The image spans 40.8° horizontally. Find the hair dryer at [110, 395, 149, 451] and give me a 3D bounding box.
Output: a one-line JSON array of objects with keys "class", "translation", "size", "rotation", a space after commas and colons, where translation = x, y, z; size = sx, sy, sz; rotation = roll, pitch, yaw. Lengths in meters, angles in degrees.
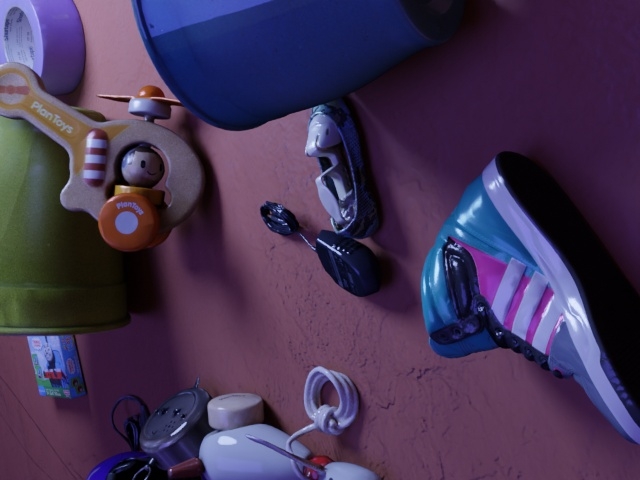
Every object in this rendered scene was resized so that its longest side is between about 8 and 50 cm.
[{"class": "hair dryer", "translation": [-0.306, 0.431, 1.516], "size": [0.293, 0.080, 0.223], "rotation": [29, 118, 38]}]

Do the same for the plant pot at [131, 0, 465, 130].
[{"class": "plant pot", "translation": [-0.003, -0.262, 0.861], "size": [0.255, 0.272, 0.271], "rotation": [-5, 97, 34]}]

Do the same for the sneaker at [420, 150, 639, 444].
[{"class": "sneaker", "translation": [0.192, 0.083, 0.814], "size": [0.178, 0.124, 0.295], "rotation": [-47, 57, 39]}]

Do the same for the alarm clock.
[{"class": "alarm clock", "translation": [-0.226, 0.298, 1.315], "size": [0.129, 0.192, 0.064], "rotation": [-7, 128, 49]}]

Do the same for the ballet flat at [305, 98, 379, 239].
[{"class": "ballet flat", "translation": [0.017, -0.091, 1.015], "size": [0.070, 0.070, 0.188], "rotation": [-27, 80, 49]}]

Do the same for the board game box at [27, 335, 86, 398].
[{"class": "board game box", "translation": [-0.551, 0.215, 1.766], "size": [0.160, 0.039, 0.211], "rotation": [-9, 93, 50]}]

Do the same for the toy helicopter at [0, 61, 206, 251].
[{"class": "toy helicopter", "translation": [-0.323, -0.156, 1.256], "size": [0.355, 0.140, 0.235], "rotation": [34, 92, 0]}]

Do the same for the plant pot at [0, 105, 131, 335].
[{"class": "plant pot", "translation": [-0.488, -0.049, 1.417], "size": [0.366, 0.366, 0.353], "rotation": [9, 96, 47]}]

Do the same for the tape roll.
[{"class": "tape roll", "translation": [-0.494, -0.348, 1.513], "size": [0.189, 0.080, 0.189], "rotation": [16, 112, 45]}]

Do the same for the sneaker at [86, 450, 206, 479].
[{"class": "sneaker", "translation": [-0.305, 0.390, 1.401], "size": [0.293, 0.146, 0.102], "rotation": [-11, 70, 33]}]

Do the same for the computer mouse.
[{"class": "computer mouse", "translation": [0.000, 0.000, 1.086], "size": [0.242, 0.041, 0.071], "rotation": [35, 152, 43]}]

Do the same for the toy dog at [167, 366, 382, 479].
[{"class": "toy dog", "translation": [-0.081, 0.312, 1.164], "size": [0.334, 0.161, 0.220], "rotation": [-26, 81, 49]}]
